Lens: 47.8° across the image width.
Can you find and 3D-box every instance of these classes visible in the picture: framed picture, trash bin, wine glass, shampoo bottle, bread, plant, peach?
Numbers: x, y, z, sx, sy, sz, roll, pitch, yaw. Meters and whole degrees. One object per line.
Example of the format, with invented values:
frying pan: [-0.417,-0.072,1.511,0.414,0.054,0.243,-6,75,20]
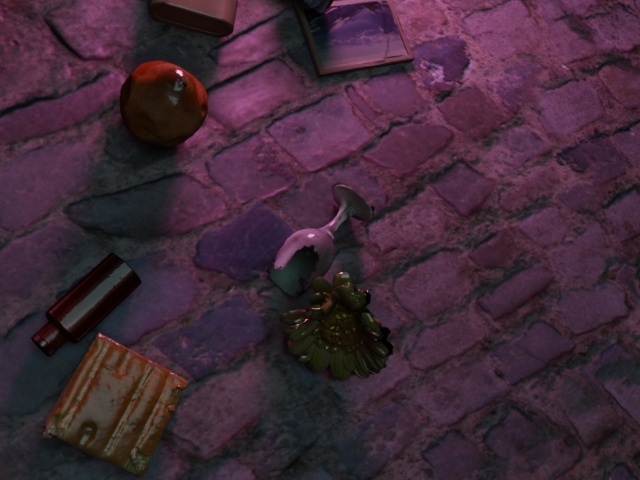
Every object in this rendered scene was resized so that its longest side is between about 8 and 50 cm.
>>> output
framed picture: [0.102,-0.624,2.150,0.335,0.022,0.247,-15,82,-27]
trash bin: [-0.328,-0.692,1.930,0.243,0.121,0.247,10,76,-21]
wine glass: [0.000,0.000,1.870,0.143,0.143,0.321,42,65,-8]
shampoo bottle: [-0.533,0.148,1.633,0.102,0.064,0.260,48,64,-9]
bread: [-0.446,0.364,1.584,0.239,0.111,0.246,31,66,-12]
plant: [0.073,0.210,1.782,0.261,0.306,0.297,36,30,15]
peach: [-0.370,-0.334,1.747,0.214,0.235,0.214,3,83,-28]

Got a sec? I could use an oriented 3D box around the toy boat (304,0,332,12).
toy boat: [-0.084,-0.798,2.041,0.133,0.145,0.332,-32,81,-39]
